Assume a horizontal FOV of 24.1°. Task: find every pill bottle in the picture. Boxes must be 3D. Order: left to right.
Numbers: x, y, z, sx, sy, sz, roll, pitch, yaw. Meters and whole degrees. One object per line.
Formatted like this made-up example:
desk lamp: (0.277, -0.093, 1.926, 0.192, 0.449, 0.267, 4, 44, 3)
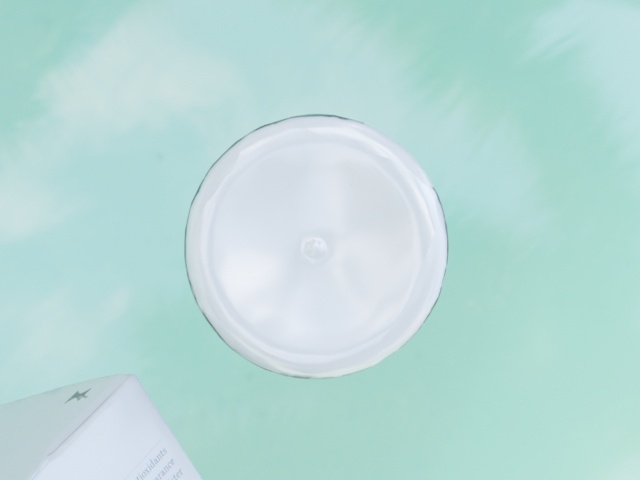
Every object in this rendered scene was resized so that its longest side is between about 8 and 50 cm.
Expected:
pill bottle: (0.000, 0.000, 0.835, 0.246, 0.130, 0.130, -58, 123, -88)

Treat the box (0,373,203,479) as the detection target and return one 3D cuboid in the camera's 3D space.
box: (-0.170, 0.174, 0.741, 0.119, 0.182, 0.181, 60, 42, -15)
